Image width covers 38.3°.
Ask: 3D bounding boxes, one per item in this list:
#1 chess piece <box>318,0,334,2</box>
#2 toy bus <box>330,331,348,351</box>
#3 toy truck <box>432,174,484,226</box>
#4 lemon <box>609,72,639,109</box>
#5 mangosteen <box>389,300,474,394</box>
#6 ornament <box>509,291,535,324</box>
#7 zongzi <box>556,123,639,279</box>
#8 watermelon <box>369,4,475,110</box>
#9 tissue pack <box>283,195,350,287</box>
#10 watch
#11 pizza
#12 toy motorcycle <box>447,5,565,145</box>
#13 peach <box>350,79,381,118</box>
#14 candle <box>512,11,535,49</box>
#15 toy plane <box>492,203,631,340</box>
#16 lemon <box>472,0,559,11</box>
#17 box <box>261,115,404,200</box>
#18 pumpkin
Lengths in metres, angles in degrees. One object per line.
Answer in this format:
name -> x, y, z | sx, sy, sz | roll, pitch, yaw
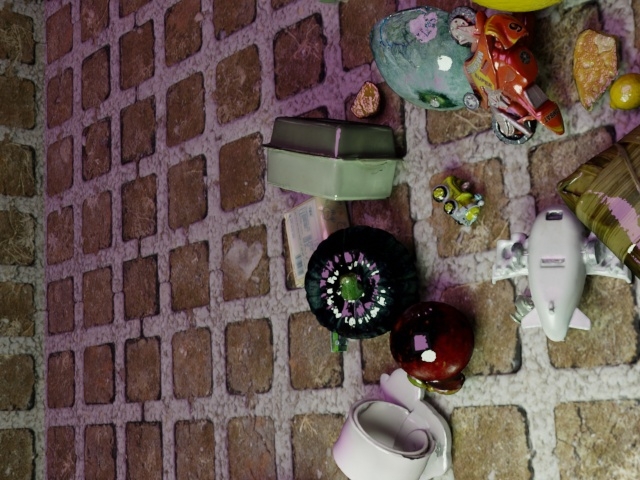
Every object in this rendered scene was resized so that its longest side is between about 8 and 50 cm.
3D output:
chess piece -> 0.013, -0.729, 2.217 | 0.176, 0.176, 0.298 | -32, 76, 40
toy bus -> 0.042, 0.217, 2.136 | 0.037, 0.031, 0.083 | -18, 72, 54
toy truck -> 0.287, -0.082, 1.887 | 0.077, 0.076, 0.111 | -44, 54, 10
lemon -> 0.546, -0.262, 1.632 | 0.083, 0.062, 0.062 | -46, 54, 33
mangosteen -> 0.227, 0.220, 1.850 | 0.200, 0.200, 0.199 | -7, 80, 46
ornament -> 0.402, 0.120, 1.751 | 0.068, 0.041, 0.092 | 14, 78, 39
zongzi -> 0.591, -0.084, 1.540 | 0.288, 0.134, 0.286 | -42, 66, 8
watermelon -> 0.214, -0.367, 1.909 | 0.322, 0.188, 0.175 | -5, 80, 48
tissue pack -> 0.000, 0.000, 2.162 | 0.148, 0.092, 0.196 | -26, 68, 43
watch -> 0.132, 0.390, 1.875 | 0.248, 0.217, 0.210 | 42, 120, 40
pizza -> 0.510, -0.321, 1.697 | 0.099, 0.036, 0.160 | -13, 76, 46
toy motorcycle -> 0.347, -0.318, 1.749 | 0.171, 0.089, 0.298 | -15, 109, 49
peach -> 0.106, -0.322, 2.117 | 0.077, 0.050, 0.083 | -15, 83, 21
candle -> 0.394, -0.387, 1.820 | 0.053, 0.048, 0.162 | 8, 91, 28
toy plane -> 0.431, 0.057, 1.671 | 0.252, 0.118, 0.252 | -6, 75, 25
lemon -> 0.362, -0.569, 1.669 | 0.336, 0.336, 0.336 | -7, 80, 46
box -> 0.024, -0.187, 2.068 | 0.290, 0.221, 0.166 | 15, 105, 47
pumpkin -> 0.076, 0.092, 1.941 | 0.248, 0.248, 0.248 | -7, 80, 46
